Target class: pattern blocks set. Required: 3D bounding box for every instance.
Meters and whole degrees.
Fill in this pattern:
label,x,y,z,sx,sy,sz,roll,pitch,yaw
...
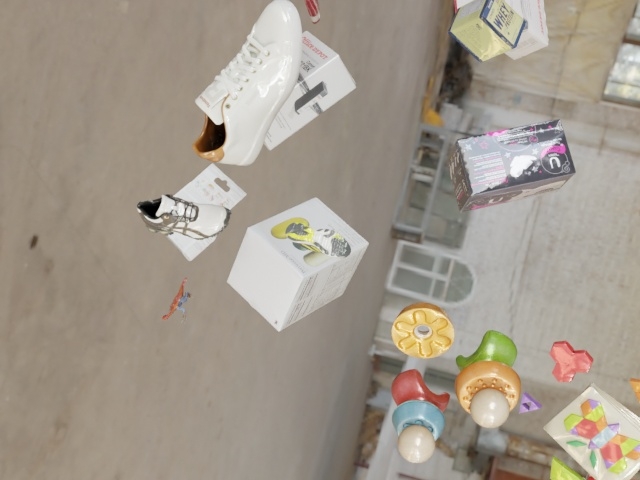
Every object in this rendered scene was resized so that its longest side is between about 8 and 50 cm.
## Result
label,x,y,z,sx,sy,sz,roll,pitch,yaw
pattern blocks set,0.532,0.367,1.606,0.026,0.325,0.285,-28,144,-61

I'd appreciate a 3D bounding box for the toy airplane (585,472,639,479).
label,x,y,z,sx,sy,sz,roll,pitch,yaw
toy airplane,0.766,0.621,1.902,0.386,0.384,0.272,56,14,-15

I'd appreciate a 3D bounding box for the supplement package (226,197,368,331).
label,x,y,z,sx,sy,sz,roll,pitch,yaw
supplement package,-0.057,0.056,2.160,0.263,0.199,0.198,-27,151,-45

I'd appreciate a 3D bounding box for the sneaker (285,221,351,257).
label,x,y,z,sx,sy,sz,roll,pitch,yaw
sneaker,0.000,0.000,1.025,0.031,0.083,0.035,-66,164,-7

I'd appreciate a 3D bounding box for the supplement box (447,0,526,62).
label,x,y,z,sx,sy,sz,roll,pitch,yaw
supplement box,0.269,-0.345,1.383,0.083,0.083,0.056,-13,-133,56

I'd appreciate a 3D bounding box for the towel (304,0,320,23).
label,x,y,z,sx,sy,sz,roll,pitch,yaw
towel,-0.036,-0.605,1.682,0.329,0.037,0.237,55,31,-76

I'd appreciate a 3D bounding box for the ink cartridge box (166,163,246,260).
label,x,y,z,sx,sy,sz,roll,pitch,yaw
ink cartridge box,-0.327,-0.079,2.334,0.232,0.189,0.066,-39,141,-12

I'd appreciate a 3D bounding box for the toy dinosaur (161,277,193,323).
label,x,y,z,sx,sy,sz,roll,pitch,yaw
toy dinosaur,-0.316,0.136,1.841,0.082,0.047,0.090,-36,118,-61

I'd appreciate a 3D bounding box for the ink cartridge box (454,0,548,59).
label,x,y,z,sx,sy,sz,roll,pitch,yaw
ink cartridge box,0.412,-0.545,1.957,0.237,0.100,0.172,19,61,-42

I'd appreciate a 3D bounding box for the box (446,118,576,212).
label,x,y,z,sx,sy,sz,roll,pitch,yaw
box,0.438,-0.169,1.987,0.163,0.247,0.142,90,-11,-77

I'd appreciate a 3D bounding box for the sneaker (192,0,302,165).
label,x,y,z,sx,sy,sz,roll,pitch,yaw
sneaker,-0.121,-0.243,1.347,0.123,0.106,0.290,-3,127,-41

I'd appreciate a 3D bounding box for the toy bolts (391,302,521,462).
label,x,y,z,sx,sy,sz,roll,pitch,yaw
toy bolts,0.179,0.239,1.354,0.228,0.218,0.158,-51,-168,31

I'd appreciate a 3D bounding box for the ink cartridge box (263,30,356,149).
label,x,y,z,sx,sy,sz,roll,pitch,yaw
ink cartridge box,-0.077,-0.380,2.139,0.273,0.197,0.114,-36,130,-4

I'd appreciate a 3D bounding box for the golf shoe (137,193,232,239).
label,x,y,z,sx,sy,sz,roll,pitch,yaw
golf shoe,-0.281,-0.050,1.726,0.094,0.198,0.077,52,39,-59
